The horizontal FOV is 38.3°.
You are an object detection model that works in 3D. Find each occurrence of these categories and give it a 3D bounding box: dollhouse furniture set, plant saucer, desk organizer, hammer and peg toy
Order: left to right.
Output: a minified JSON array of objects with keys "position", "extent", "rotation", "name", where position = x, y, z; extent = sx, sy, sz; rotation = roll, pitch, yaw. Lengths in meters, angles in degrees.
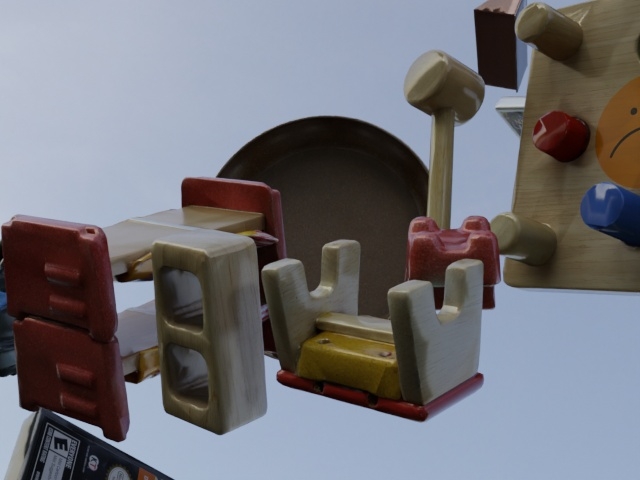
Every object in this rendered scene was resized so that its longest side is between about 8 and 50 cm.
[{"position":[-0.033,0.056,0.646],"extent":[0.374,0.201,0.152],"rotation":[9,-72,38],"name":"dollhouse furniture set"},{"position":[0.000,0.000,1.127],"extent":[0.311,0.310,0.050],"rotation":[24,-9,18],"name":"plant saucer"},{"position":[0.215,-0.239,1.095],"extent":[0.050,0.047,0.130],"rotation":[14,-28,20],"name":"desk organizer"},{"position":[0.228,-0.074,0.764],"extent":[0.127,0.265,0.361],"rotation":[16,-12,-39],"name":"hammer and peg toy"}]

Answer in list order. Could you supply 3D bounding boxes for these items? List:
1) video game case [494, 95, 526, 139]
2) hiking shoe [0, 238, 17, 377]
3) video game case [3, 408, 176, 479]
[{"position":[0.293,-0.088,0.970],"extent":[0.173,0.022,0.190],"rotation":[44,-13,-25],"name":"video game case"},{"position":[-0.390,0.042,0.786],"extent":[0.113,0.304,0.132],"rotation":[21,-78,47],"name":"hiking shoe"},{"position":[-0.151,0.295,0.714],"extent":[0.248,0.274,0.035],"rotation":[37,-61,-25],"name":"video game case"}]
